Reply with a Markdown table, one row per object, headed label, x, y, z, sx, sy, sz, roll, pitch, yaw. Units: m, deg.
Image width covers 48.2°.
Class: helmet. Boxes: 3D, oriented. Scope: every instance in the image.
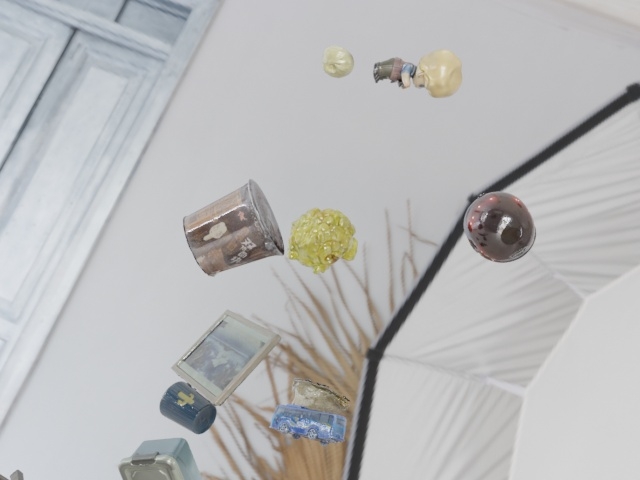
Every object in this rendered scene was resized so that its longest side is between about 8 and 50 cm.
| label | x | y | z | sx | sy | sz | roll | pitch | yaw |
| --- | --- | --- | --- | --- | --- | --- | --- | --- | --- |
| helmet | 0.513 | -0.041 | 2.056 | 0.216 | 0.189 | 0.193 | 62 | 5 | 30 |

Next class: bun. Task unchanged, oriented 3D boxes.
| label | x | y | z | sx | sy | sz | roll | pitch | yaw |
| --- | --- | --- | --- | --- | --- | --- | --- | --- | --- |
| bun | 0.039 | -0.430 | 1.745 | 0.086 | 0.055 | 0.086 | 21 | -30 | 13 |

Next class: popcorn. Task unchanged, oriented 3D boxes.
| label | x | y | z | sx | sy | sz | roll | pitch | yaw |
| --- | --- | --- | --- | --- | --- | --- | --- | --- | --- |
| popcorn | 0.007 | 0.006 | 2.360 | 0.216 | 0.235 | 0.181 | 40 | 11 | -41 |

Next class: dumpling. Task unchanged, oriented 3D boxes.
| label | x | y | z | sx | sy | sz | roll | pitch | yaw |
| --- | --- | --- | --- | --- | --- | --- | --- | --- | --- |
| dumpling | -0.037 | 0.519 | 2.277 | 0.166 | 0.086 | 0.332 | 37 | -32 | -4 |

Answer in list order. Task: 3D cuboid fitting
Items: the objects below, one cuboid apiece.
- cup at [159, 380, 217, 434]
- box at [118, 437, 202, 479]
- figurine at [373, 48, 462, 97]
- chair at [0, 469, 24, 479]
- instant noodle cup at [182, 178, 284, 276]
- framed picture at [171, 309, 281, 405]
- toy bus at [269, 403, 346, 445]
| label | x | y | z | sx | sy | sz | roll | pitch | yaw |
| --- | --- | --- | --- | --- | --- | --- | --- | --- | --- |
| cup | -0.420 | 0.546 | 2.377 | 0.155 | 0.176 | 0.131 | 24 | -40 | 34 |
| box | -0.387 | 0.605 | 1.777 | 0.162 | 0.227 | 0.130 | -10 | 21 | 17 |
| figurine | 0.215 | -0.367 | 1.587 | 0.195 | 0.108 | 0.114 | -1 | -7 | 8 |
| chair | -0.724 | 0.599 | 1.439 | 0.416 | 0.203 | 0.241 | 36 | -19 | 54 |
| instant noodle cup | -0.226 | -0.023 | 1.854 | 0.207 | 0.218 | 0.217 | -22 | -20 | 7 |
| framed picture | -0.255 | 0.299 | 1.875 | 0.024 | 0.232 | 0.315 | 53 | -20 | -27 |
| toy bus | -0.036 | 0.538 | 2.095 | 0.236 | 0.094 | 0.079 | 0 | -28 | 38 |
